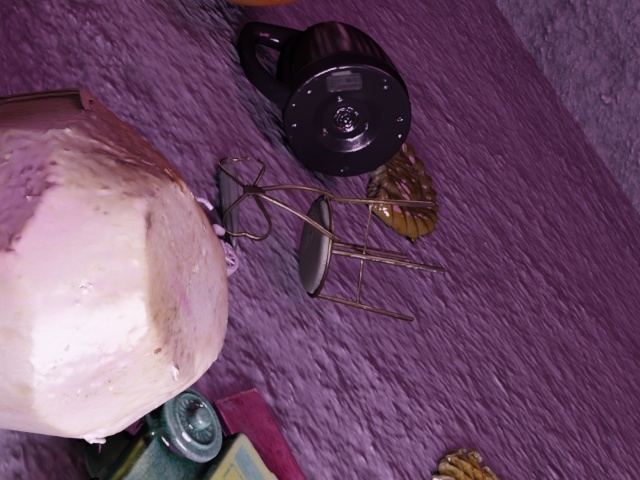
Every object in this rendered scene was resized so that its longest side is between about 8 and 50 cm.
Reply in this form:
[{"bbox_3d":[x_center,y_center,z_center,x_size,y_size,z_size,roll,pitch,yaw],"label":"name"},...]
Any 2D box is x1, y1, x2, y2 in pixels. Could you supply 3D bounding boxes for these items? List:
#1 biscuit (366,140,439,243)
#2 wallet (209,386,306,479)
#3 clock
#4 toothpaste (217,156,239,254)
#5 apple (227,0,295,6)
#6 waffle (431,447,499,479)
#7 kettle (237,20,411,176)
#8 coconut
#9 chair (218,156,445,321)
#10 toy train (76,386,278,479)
[{"bbox_3d":[0.147,-0.100,2.515,0.187,0.036,0.273,38,31,-32],"label":"biscuit"},{"bbox_3d":[-0.056,0.289,1.722,0.232,0.025,0.119,61,26,9],"label":"wallet"},{"bbox_3d":[-0.157,-0.009,1.881,0.129,0.041,0.087,44,31,-13],"label":"clock"},{"bbox_3d":[-0.125,-0.048,1.989,0.197,0.029,0.048,-98,-172,-45],"label":"toothpaste"},{"bbox_3d":[-0.096,-0.539,2.255,0.364,0.364,0.364,40,30,-29],"label":"apple"},{"bbox_3d":[0.228,0.382,2.090,0.169,0.036,0.183,58,24,11],"label":"waffle"},{"bbox_3d":[0.007,-0.253,2.327,0.271,0.251,0.207,-99,176,-55],"label":"kettle"},{"bbox_3d":[-0.265,0.023,1.358,0.352,0.353,0.352,40,30,-29],"label":"coconut"},{"bbox_3d":[0.000,0.000,2.019,0.326,0.170,0.159,8,49,-15],"label":"chair"},{"bbox_3d":[-0.164,0.300,1.400,0.237,0.150,0.369,57,27,-11],"label":"toy train"}]
